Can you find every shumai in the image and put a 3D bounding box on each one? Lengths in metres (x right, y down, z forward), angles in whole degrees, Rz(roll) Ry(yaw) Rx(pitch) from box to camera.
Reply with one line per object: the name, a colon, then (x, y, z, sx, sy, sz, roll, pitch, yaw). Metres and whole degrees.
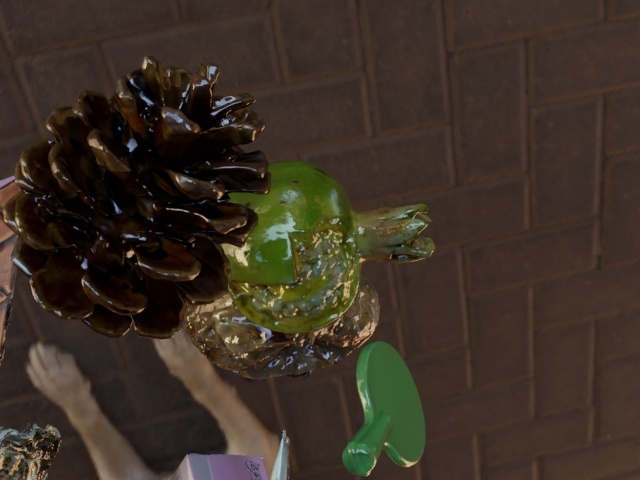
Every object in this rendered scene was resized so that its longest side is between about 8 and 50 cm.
shumai: (-0.074, 0.103, 1.680, 0.346, 0.217, 0.283, -3, 160, 4)

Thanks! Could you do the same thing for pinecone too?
pinecone: (-0.167, -0.039, 0.953, 0.244, 0.244, 0.309, 22, 136, -23)

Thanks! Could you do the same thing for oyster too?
oyster: (-0.398, 0.272, 1.188, 0.177, 0.064, 0.125, 0, 109, -43)

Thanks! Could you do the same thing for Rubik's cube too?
Rubik's cube: (-0.413, -0.006, 1.057, 0.178, 0.190, 0.211, 14, 148, 23)

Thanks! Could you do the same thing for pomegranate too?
pomegranate: (0.000, 0.000, 1.332, 0.302, 0.236, 0.236, -12, 129, 6)

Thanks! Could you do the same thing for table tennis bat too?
table tennis bat: (0.077, 0.216, 1.212, 0.039, 0.257, 0.160, -23, 96, 21)

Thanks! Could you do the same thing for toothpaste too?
toothpaste: (-0.051, 0.309, 1.067, 0.036, 0.205, 0.056, 6, 155, 3)

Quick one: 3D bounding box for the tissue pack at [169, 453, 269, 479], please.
tissue pack: (-0.129, 0.350, 1.002, 0.092, 0.148, 0.246, 12, 127, -32)
